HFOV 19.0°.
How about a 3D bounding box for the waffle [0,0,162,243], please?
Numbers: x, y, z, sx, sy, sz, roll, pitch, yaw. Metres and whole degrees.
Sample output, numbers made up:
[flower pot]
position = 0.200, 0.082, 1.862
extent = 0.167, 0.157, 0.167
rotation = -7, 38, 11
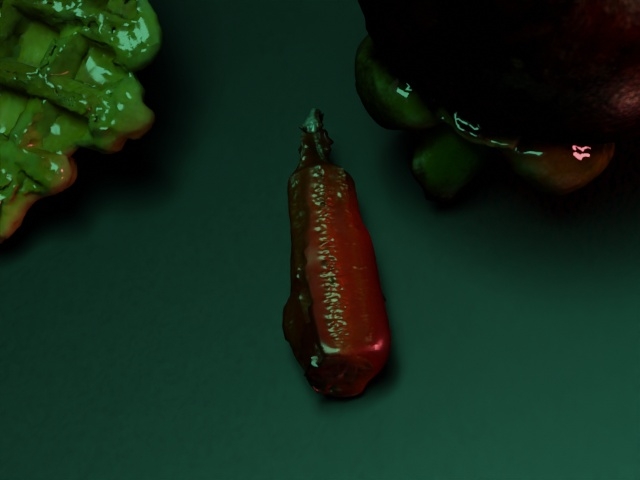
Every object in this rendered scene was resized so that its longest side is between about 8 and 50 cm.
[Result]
[waffle]
position = -0.209, -0.128, 1.058
extent = 0.291, 0.051, 0.291
rotation = -3, 84, 23

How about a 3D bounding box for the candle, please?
[candle]
position = 0.000, 0.000, 0.968
extent = 0.053, 0.048, 0.162
rotation = -22, 53, 20

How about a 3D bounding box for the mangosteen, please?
[mangosteen]
position = 0.099, -0.135, 0.945
extent = 0.216, 0.216, 0.216
rotation = -6, 56, 10
